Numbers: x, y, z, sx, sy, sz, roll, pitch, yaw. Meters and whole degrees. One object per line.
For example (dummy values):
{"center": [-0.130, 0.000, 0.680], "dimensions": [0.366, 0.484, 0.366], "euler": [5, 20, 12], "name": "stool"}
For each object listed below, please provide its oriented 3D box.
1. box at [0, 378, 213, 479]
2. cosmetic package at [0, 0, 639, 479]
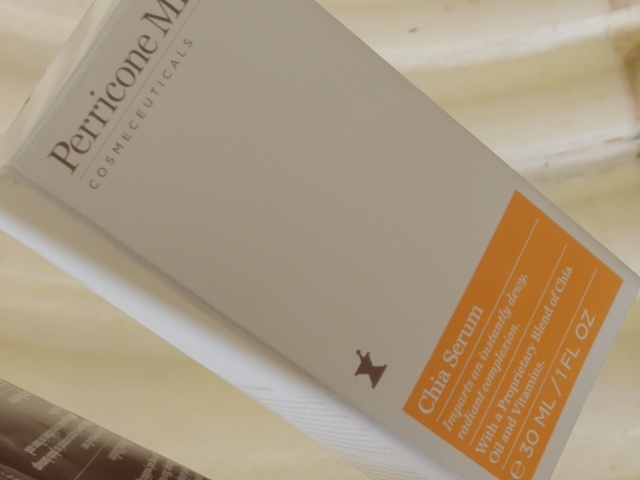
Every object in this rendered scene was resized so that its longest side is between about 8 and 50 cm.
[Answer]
{"center": [-0.099, 0.195, 0.598], "dimensions": [0.191, 0.381, 0.143], "euler": [148, 146, -87], "name": "box"}
{"center": [0.000, 0.000, 0.850], "dimensions": [0.453, 0.161, 0.230], "euler": [36, -110, -20], "name": "cosmetic package"}
